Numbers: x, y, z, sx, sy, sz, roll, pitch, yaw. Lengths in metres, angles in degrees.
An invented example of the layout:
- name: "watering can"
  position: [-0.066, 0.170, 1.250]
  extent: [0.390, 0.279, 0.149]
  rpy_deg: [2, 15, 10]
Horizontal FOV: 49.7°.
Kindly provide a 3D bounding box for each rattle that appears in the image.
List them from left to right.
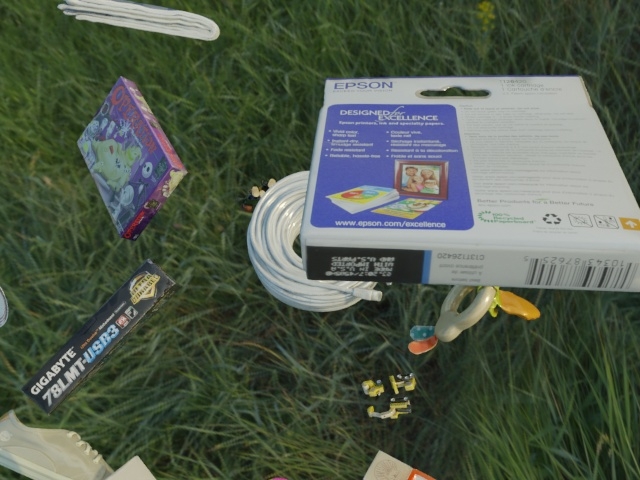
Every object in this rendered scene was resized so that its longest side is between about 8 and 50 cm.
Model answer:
- name: "rattle"
  position: [0.276, 0.158, 1.275]
  extent: [0.199, 0.143, 0.130]
  rpy_deg: [-54, 31, 4]

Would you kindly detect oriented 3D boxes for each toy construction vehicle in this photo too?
- name: "toy construction vehicle"
  position: [0.127, 0.283, 1.247]
  extent: [0.098, 0.086, 0.035]
  rpy_deg: [-7, 33, 13]

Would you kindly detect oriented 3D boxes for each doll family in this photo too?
- name: "doll family"
  position: [-0.090, -0.086, 1.534]
  extent: [0.111, 0.193, 0.076]
  rpy_deg: [142, 144, -60]

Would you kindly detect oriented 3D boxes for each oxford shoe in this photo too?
- name: "oxford shoe"
  position: [-0.576, 0.525, 1.620]
  extent: [0.130, 0.449, 0.169]
  rpy_deg: [-66, 10, -26]

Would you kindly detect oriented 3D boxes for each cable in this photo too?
- name: "cable"
  position: [0.000, 0.000, 1.237]
  extent: [0.257, 0.089, 0.257]
  rpy_deg: [1, 64, 3]

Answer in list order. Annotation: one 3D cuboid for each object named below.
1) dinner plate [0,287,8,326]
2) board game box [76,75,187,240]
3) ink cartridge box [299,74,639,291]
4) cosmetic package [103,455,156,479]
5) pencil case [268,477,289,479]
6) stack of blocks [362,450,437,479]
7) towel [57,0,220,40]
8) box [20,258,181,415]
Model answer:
- name: "dinner plate"
  position: [-0.797, 0.143, 1.662]
  extent: [0.141, 0.141, 0.017]
  rpy_deg: [-2, 17, 27]
- name: "board game box"
  position: [-0.431, -0.189, 1.547]
  extent: [0.208, 0.056, 0.347]
  rpy_deg: [-47, 53, 15]
- name: "ink cartridge box"
  position: [0.144, -0.074, 0.715]
  extent: [0.304, 0.072, 0.307]
  rpy_deg: [1, 37, 6]
- name: "cosmetic package"
  position: [-0.438, 0.579, 1.276]
  extent: [0.155, 0.197, 0.365]
  rpy_deg: [50, 123, 6]
- name: "pencil case"
  position: [-0.064, 0.554, 1.303]
  extent: [0.104, 0.236, 0.104]
  rpy_deg: [-4, 37, 3]
- name: "stack of blocks"
  position: [0.111, 0.397, 0.829]
  extent: [0.171, 0.297, 0.087]
  rpy_deg: [23, 48, 19]
- name: "towel"
  position: [-0.254, -0.336, 1.027]
  extent: [0.285, 0.209, 0.034]
  rpy_deg: [-114, 33, -68]
- name: "box"
  position: [-0.383, 0.166, 1.265]
  extent: [0.073, 0.295, 0.293]
  rpy_deg: [43, 81, -4]
